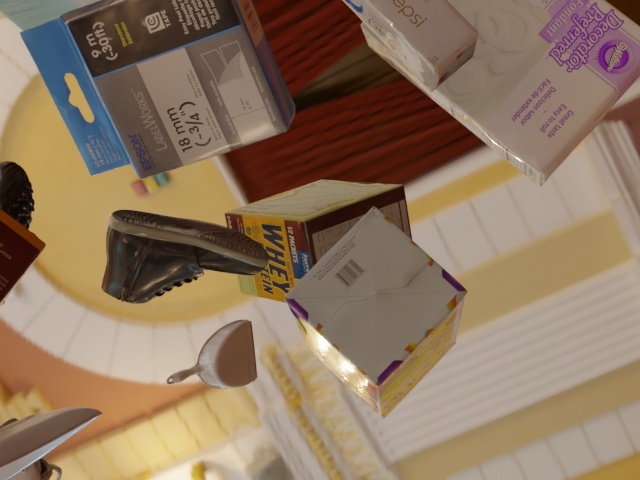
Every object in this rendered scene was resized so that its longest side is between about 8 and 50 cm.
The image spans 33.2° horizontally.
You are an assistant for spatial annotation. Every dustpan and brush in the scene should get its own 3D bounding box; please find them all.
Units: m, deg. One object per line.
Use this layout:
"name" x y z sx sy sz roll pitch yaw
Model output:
"dustpan and brush" -0.227 0.258 2.224 0.211 0.060 0.147 -25 -64 -48

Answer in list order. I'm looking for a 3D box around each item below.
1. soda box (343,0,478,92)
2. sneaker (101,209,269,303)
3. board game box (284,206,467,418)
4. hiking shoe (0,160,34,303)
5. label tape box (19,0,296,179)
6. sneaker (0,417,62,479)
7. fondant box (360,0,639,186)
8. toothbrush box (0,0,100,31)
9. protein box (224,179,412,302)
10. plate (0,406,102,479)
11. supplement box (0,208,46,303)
"soda box" 0.080 -0.275 1.218 0.216 0.069 0.074 48 174 11
"sneaker" -0.187 0.037 1.475 0.083 0.222 0.118 -80 3 -71
"board game box" 0.068 0.096 1.258 0.142 0.144 0.275 43 171 14
"hiking shoe" -0.431 -0.007 1.321 0.114 0.227 0.086 28 -155 8
"label tape box" -0.233 -0.218 1.470 0.106 0.333 0.241 -77 -33 -63
"sneaker" -0.604 0.364 1.772 0.366 0.210 0.137 49 176 -33
"fondant box" 0.257 -0.272 1.486 0.330 0.238 0.096 42 180 13
"toothbrush box" -0.389 -0.403 1.747 0.295 0.216 0.126 40 -127 -47
"protein box" 0.000 0.000 1.645 0.201 0.200 0.136 -21 -72 -37
"plate" -0.412 0.271 1.170 0.045 0.277 0.278 58 -155 6
"supplement box" -0.297 0.060 0.793 0.081 0.104 0.188 38 -142 -11
